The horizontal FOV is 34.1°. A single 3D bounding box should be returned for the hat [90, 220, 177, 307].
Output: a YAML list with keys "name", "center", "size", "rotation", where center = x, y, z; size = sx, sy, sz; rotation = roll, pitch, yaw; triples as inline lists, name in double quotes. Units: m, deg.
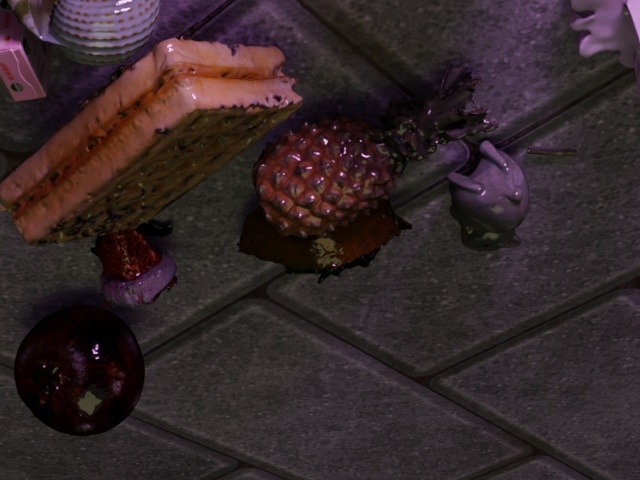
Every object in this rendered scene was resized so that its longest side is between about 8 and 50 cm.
- name: "hat"
  center: [-0.326, 0.004, 1.681]
  size: [0.140, 0.129, 0.227]
  rotation: [1, 129, 28]

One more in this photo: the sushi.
- name: "sushi"
  center: [0.000, -0.001, 1.657]
  size: [0.287, 0.149, 0.140]
  rotation: [-19, 145, 8]

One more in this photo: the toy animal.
- name: "toy animal"
  center: [0.275, -0.036, 1.672]
  size: [0.125, 0.127, 0.251]
  rotation: [-15, 146, 7]

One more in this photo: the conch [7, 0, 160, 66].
- name: "conch"
  center: [-0.268, -0.307, 1.239]
  size: [0.172, 0.131, 0.200]
  rotation: [22, 104, 7]

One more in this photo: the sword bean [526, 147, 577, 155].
- name: "sword bean"
  center: [0.364, -0.138, 1.640]
  size: [0.083, 0.012, 0.012]
  rotation: [1, 142, -12]

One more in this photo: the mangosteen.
- name: "mangosteen"
  center: [-0.413, 0.231, 1.874]
  size: [0.235, 0.235, 0.261]
  rotation: [-22, 173, 20]

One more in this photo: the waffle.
- name: "waffle"
  center: [-0.227, -0.131, 1.406]
  size: [0.376, 0.114, 0.261]
  rotation: [-33, 172, 32]

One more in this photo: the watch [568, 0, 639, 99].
- name: "watch"
  center: [0.430, -0.246, 1.330]
  size: [0.196, 0.231, 0.244]
  rotation: [-15, 145, 16]

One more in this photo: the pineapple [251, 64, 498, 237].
- name: "pineapple"
  center: [0.079, -0.124, 1.497]
  size: [0.361, 0.175, 0.175]
  rotation: [-19, 141, 18]

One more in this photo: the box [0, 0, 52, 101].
- name: "box"
  center: [-0.373, -0.248, 1.305]
  size: [0.043, 0.125, 0.089]
  rotation: [-9, 141, 5]
